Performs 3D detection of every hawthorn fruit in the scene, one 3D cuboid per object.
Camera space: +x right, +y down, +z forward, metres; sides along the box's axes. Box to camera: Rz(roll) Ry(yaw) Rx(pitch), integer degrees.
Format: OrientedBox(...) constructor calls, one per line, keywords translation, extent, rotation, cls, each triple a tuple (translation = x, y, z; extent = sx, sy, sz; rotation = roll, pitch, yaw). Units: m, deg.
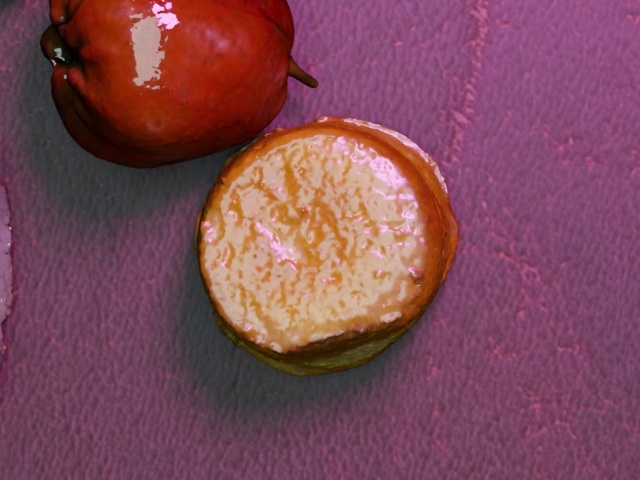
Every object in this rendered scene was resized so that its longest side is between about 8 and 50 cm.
OrientedBox(translation=(-0.127, -0.176, 1.760), extent=(0.261, 0.224, 0.224), rotation=(0, 94, -21), cls="hawthorn fruit")

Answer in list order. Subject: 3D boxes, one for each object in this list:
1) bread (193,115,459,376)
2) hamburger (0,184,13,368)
OrientedBox(translation=(0.000, 0.000, 1.789), extent=(0.268, 0.146, 0.268), rotation=(0, 90, 3), cls="bread")
OrientedBox(translation=(-0.448, 0.029, 1.780), extent=(0.277, 0.195, 0.318), rotation=(3, 91, 4), cls="hamburger")
